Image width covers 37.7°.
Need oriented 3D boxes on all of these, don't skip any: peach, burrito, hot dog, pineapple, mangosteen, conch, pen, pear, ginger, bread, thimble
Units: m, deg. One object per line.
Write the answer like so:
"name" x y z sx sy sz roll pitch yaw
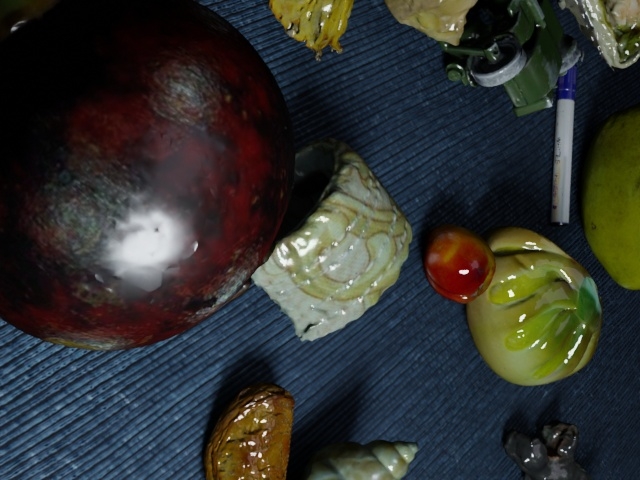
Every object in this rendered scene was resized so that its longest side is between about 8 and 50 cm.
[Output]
"peach" 0.180 0.027 1.239 0.101 0.101 0.100 2 87 -48
"burrito" 0.392 -0.399 1.355 0.190 0.135 0.332 49 19 -25
"hot dog" -0.069 0.221 0.976 0.099 0.065 0.147 17 73 -46
"pineapple" -0.014 -0.324 1.010 0.079 0.135 0.233 -33 142 -66
"mangosteen" -0.170 -0.066 0.723 0.311 0.311 0.311 2 87 -48
"conch" 0.017 0.289 1.033 0.173 0.106 0.116 -38 142 -46
"pen" 0.395 -0.155 1.525 0.033 0.033 0.269 11 81 -47
"pear" 0.550 -0.070 1.543 0.253 0.253 0.307 6 72 -48
"ginger" 0.107 -0.361 1.140 0.267 0.138 0.152 46 70 -22
"bread" 0.298 0.116 1.320 0.260 0.158 0.156 48 59 -33
"thimble" 0.000 0.000 1.009 0.190 0.137 0.143 -53 129 -16

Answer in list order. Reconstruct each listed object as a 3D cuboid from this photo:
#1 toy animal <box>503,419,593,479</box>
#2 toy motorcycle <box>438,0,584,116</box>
"toy animal" 0.387 0.408 1.447 0.168 0.106 0.343 -33 106 -36
"toy motorcycle" 0.278 -0.271 1.341 0.205 0.127 0.275 53 46 -34
